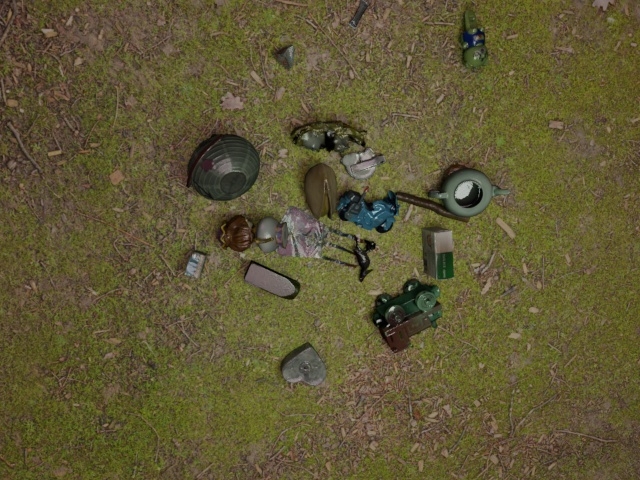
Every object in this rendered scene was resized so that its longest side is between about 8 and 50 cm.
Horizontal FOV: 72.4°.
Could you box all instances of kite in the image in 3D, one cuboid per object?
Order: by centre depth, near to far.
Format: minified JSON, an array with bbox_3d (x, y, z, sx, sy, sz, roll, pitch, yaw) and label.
[{"bbox_3d":[0.001,0.000,1.745,0.361,0.022,0.204,16,95,-10],"label":"kite"}]

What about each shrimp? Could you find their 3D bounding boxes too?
[{"bbox_3d":[0.578,-0.222,1.787,0.132,0.051,0.187,-41,96,17],"label":"shrimp"}]

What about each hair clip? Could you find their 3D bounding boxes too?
[{"bbox_3d":[0.170,-0.298,1.712,0.172,0.049,0.116,-19,96,-2],"label":"hair clip"}]

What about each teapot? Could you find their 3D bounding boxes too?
[{"bbox_3d":[0.568,-0.184,1.703,0.295,0.129,0.193,-3,102,11],"label":"teapot"}]

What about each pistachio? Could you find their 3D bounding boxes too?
[{"bbox_3d":[0.002,-0.184,1.657,0.126,0.152,0.223,-8,119,-10],"label":"pistachio"}]

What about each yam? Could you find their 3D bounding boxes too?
[{"bbox_3d":[0.454,-0.136,1.779,0.327,0.045,0.045,16,122,-10],"label":"yam"}]

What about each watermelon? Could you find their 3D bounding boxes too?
[{"bbox_3d":[-0.126,-0.684,1.603,0.085,0.061,0.085,-1,106,-2],"label":"watermelon"}]

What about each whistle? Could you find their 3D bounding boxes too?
[{"bbox_3d":[0.591,-0.769,1.682,0.105,0.085,0.227,-14,100,-15],"label":"whistle"}]

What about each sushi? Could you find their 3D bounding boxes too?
[{"bbox_3d":[0.034,-0.387,1.636,0.291,0.139,0.131,5,105,-10],"label":"sushi"}]

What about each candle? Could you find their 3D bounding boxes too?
[{"bbox_3d":[-0.062,0.504,1.788,0.192,0.068,0.168,10,96,-13],"label":"candle"}]

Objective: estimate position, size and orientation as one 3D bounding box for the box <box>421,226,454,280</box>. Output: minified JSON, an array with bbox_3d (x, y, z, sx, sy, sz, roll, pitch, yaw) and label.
[{"bbox_3d":[0.471,0.049,1.762,0.081,0.135,0.199,-9,100,-7],"label":"box"}]

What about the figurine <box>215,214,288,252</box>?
[{"bbox_3d":[-0.258,-0.023,1.625,0.264,0.189,0.142,2,100,6],"label":"figurine"}]

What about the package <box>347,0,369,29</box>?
[{"bbox_3d":[0.143,-0.849,1.641,0.037,0.015,0.110,29,92,-10],"label":"package"}]

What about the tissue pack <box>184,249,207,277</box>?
[{"bbox_3d":[-0.473,0.088,1.664,0.059,0.074,0.094,18,93,-7],"label":"tissue pack"}]

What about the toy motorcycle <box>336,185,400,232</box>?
[{"bbox_3d":[0.199,-0.125,1.694,0.272,0.123,0.182,15,118,-28],"label":"toy motorcycle"}]

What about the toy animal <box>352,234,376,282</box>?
[{"bbox_3d":[0.173,0.073,1.758,0.105,0.070,0.202,-3,108,-15],"label":"toy animal"}]

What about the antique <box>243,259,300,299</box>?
[{"bbox_3d":[-0.186,0.160,1.712,0.221,0.080,0.081,25,93,-10],"label":"antique"}]

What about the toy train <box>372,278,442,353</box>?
[{"bbox_3d":[0.366,0.305,1.790,0.304,0.150,0.221,-25,111,-5],"label":"toy train"}]

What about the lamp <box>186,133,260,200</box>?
[{"bbox_3d":[-0.348,-0.259,1.559,0.233,0.233,0.265,40,98,-12],"label":"lamp"}]
